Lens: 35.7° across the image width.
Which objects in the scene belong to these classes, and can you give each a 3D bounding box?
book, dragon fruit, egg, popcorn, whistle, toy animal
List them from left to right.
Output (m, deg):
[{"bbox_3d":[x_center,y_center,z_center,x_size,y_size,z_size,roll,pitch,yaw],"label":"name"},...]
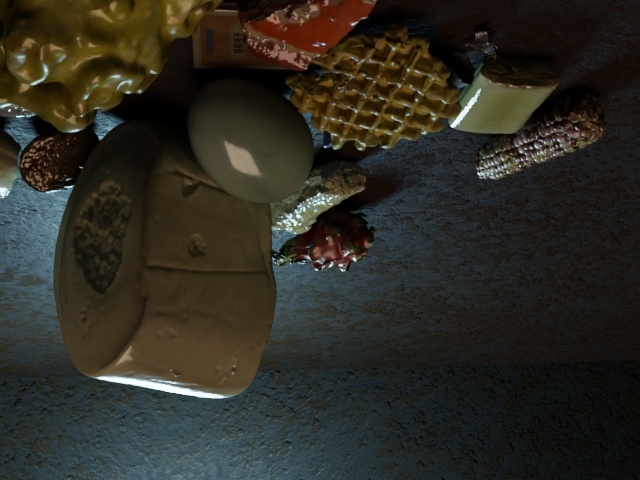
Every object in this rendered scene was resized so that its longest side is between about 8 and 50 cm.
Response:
[{"bbox_3d":[-0.266,-0.281,1.090,0.312,0.312,0.312,-2,160,-1],"label":"popcorn"},{"bbox_3d":[-0.115,-0.164,1.616,0.182,0.183,0.264,-13,151,26],"label":"egg"},{"bbox_3d":[-0.071,-0.302,1.484,0.241,0.018,0.170,-1,159,-5],"label":"book"},{"bbox_3d":[0.000,-0.004,2.124,0.235,0.137,0.135,-7,144,7],"label":"dragon fruit"},{"bbox_3d":[0.115,-0.229,1.641,0.304,0.062,0.062,-20,153,40],"label":"whistle"},{"bbox_3d":[0.243,-0.297,1.515,0.050,0.028,0.084,-15,157,9],"label":"toy animal"}]

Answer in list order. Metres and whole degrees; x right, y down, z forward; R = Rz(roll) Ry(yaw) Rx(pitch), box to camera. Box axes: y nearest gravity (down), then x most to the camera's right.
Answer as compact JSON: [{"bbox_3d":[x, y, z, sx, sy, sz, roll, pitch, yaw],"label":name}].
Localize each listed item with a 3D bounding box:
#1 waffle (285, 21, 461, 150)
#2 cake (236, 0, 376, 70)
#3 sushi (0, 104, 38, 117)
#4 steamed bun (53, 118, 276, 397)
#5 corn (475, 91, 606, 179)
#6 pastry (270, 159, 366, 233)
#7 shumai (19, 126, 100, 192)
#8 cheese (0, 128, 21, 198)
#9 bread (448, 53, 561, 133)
[{"bbox_3d":[0.080,-0.230,1.542,0.261,0.056,0.250,-12,143,23],"label":"waffle"},{"bbox_3d":[-0.009,-0.323,1.308,0.135,0.098,0.287,25,146,-28],"label":"cake"},{"bbox_3d":[-0.425,-0.262,1.418,0.147,0.115,0.212,6,160,-11],"label":"sushi"},{"bbox_3d":[-0.275,0.040,1.769,0.289,0.456,0.371,-7,163,39],"label":"steamed bun"},{"bbox_3d":[0.383,-0.182,1.767,0.092,0.092,0.280,14,156,-37],"label":"corn"},{"bbox_3d":[-0.016,-0.085,1.972,0.121,0.089,0.258,7,159,-32],"label":"pastry"},{"bbox_3d":[-0.472,-0.152,1.756,0.105,0.139,0.123,21,141,32],"label":"shumai"},{"bbox_3d":[-0.664,-0.131,1.726,0.266,0.127,0.233,-11,158,26],"label":"cheese"},{"bbox_3d":[0.298,-0.237,1.637,0.139,0.060,0.178,3,159,-12],"label":"bread"}]
